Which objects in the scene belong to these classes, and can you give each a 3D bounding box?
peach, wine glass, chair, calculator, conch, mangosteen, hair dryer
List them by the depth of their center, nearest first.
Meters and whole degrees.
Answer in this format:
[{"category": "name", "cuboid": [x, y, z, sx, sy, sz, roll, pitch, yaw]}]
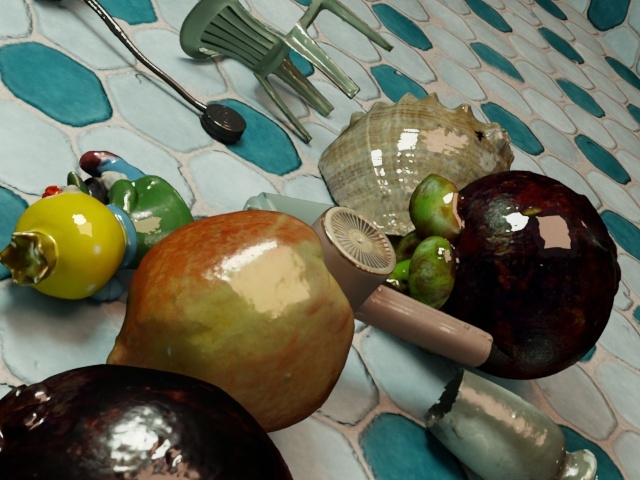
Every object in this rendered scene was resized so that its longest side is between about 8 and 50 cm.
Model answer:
[{"category": "mangosteen", "cuboid": [-0.153, 0.243, 0.724, 0.297, 0.313, 0.297, 1, 14, 0]}, {"category": "peach", "cuboid": [-0.097, 0.092, 1.048, 0.256, 0.232, 0.232, -29, 63, -14]}, {"category": "hair dryer", "cuboid": [0.089, 0.104, 1.260, 0.344, 0.189, 0.107, 25, 33, -26]}, {"category": "wine glass", "cuboid": [0.232, 0.248, 1.283, 0.204, 0.111, 0.111, 33, 29, -3]}, {"category": "mangosteen", "cuboid": [0.253, 0.048, 1.428, 0.311, 0.311, 0.311, 28, 31, -18]}, {"category": "calculator", "cuboid": [0.000, 0.000, 1.446, 0.246, 0.045, 0.141, 8, 41, -42]}, {"category": "conch", "cuboid": [0.157, -0.128, 1.658, 0.297, 0.210, 0.352, 24, 24, 8]}, {"category": "chair", "cuboid": [-0.062, -0.307, 1.667, 0.274, 0.203, 0.190, 40, 40, -6]}]

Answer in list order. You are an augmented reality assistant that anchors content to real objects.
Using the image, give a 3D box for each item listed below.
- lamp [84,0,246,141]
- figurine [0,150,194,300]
[{"category": "lamp", "cuboid": [-0.247, -0.293, 1.526, 0.371, 0.108, 0.130, 42, 28, 7]}, {"category": "figurine", "cuboid": [-0.259, -0.019, 1.121, 0.234, 0.127, 0.185, -19, 56, -45]}]
